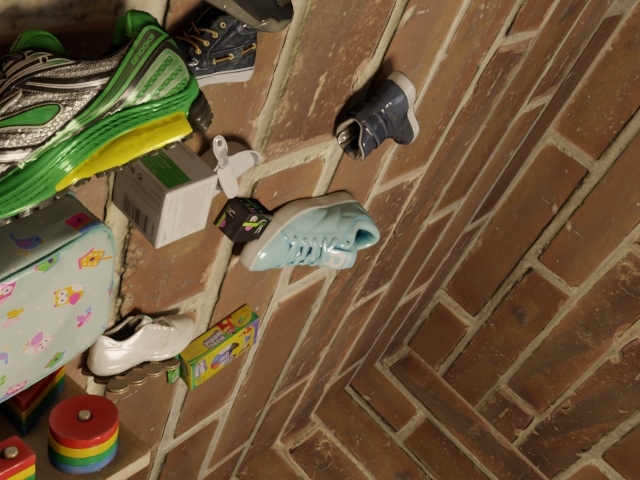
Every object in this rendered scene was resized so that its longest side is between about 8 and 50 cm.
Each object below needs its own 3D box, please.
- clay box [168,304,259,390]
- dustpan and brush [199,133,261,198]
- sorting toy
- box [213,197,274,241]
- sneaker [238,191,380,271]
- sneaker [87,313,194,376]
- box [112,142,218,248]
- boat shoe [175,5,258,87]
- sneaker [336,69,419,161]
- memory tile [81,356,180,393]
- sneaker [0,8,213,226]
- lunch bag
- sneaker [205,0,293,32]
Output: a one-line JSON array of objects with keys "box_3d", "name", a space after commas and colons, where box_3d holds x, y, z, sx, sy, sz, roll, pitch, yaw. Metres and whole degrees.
[{"box_3d": [-0.240, 0.249, 1.414, 0.222, 0.053, 0.127, -36, 156, -30], "name": "clay box"}, {"box_3d": [-0.147, -0.108, 0.928, 0.147, 0.060, 0.211, -42, 159, -14], "name": "dustpan and brush"}, {"box_3d": [-0.404, 0.253, 0.834, 0.255, 0.257, 0.090, -21, 131, -50], "name": "sorting toy"}, {"box_3d": [-0.133, -0.036, 1.102, 0.062, 0.052, 0.083, -54, 160, 17], "name": "box"}, {"box_3d": [0.000, 0.000, 1.292, 0.365, 0.150, 0.135, -26, 150, -44], "name": "sneaker"}, {"box_3d": [-0.304, 0.162, 1.108, 0.212, 0.080, 0.094, -21, 135, -48], "name": "sneaker"}, {"box_3d": [-0.206, -0.067, 0.830, 0.087, 0.101, 0.102, -28, 152, -43], "name": "box"}, {"box_3d": [-0.143, -0.227, 0.730, 0.183, 0.065, 0.083, -28, 144, -48], "name": "boat shoe"}, {"box_3d": [0.110, -0.209, 1.214, 0.163, 0.086, 0.226, -47, 159, -5], "name": "sneaker"}, {"box_3d": [-0.333, 0.223, 1.107, 0.148, 0.113, 0.012, -18, 120, -51], "name": "memory tile"}, {"box_3d": [-0.286, -0.112, 0.603, 0.343, 0.134, 0.146, -30, 114, -18], "name": "sneaker"}, {"box_3d": [-0.365, 0.073, 0.746, 0.224, 0.108, 0.279, -33, 158, -39], "name": "lunch bag"}, {"box_3d": [-0.075, -0.307, 0.669, 0.130, 0.087, 0.227, -47, 155, 19], "name": "sneaker"}]
